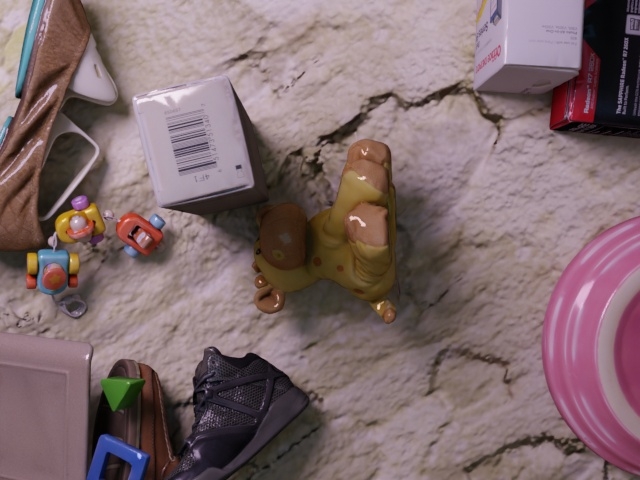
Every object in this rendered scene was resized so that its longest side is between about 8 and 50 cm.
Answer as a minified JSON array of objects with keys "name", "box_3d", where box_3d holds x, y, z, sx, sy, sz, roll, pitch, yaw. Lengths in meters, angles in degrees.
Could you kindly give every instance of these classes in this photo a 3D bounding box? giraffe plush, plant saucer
[{"name":"giraffe plush","box_3d":[0.000,0.000,0.970,0.171,0.181,0.210,-2,125,8]},{"name":"plant saucer","box_3d":[0.437,0.129,1.002,0.333,0.084,0.331,0,90,-2]}]

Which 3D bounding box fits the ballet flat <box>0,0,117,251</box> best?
[{"name":"ballet flat","box_3d":[-0.311,-0.143,0.978,0.124,0.116,0.342,18,90,-22]}]

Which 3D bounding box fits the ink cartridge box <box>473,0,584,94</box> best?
[{"name":"ink cartridge box","box_3d":[0.237,-0.284,0.960,0.093,0.154,0.212,1,90,-2]}]

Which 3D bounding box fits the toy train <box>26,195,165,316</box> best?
[{"name":"toy train","box_3d":[-0.262,0.021,0.979,0.166,0.046,0.125,-45,122,3]}]

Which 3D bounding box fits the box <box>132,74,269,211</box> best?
[{"name":"box","box_3d":[-0.116,-0.090,0.891,0.094,0.275,0.113,-13,89,-1]}]

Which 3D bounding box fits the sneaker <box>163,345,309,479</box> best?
[{"name":"sneaker","box_3d":[-0.129,0.210,0.957,0.130,0.087,0.227,46,57,7]}]

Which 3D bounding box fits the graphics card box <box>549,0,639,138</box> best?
[{"name":"graphics card box","box_3d":[0.470,-0.230,0.997,0.371,0.094,0.232,5,90,0]}]

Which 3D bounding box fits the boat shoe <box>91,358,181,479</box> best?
[{"name":"boat shoe","box_3d":[-0.201,0.293,0.985,0.105,0.111,0.307,5,80,-33]}]

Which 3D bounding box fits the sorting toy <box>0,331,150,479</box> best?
[{"name":"sorting toy","box_3d":[-0.336,0.206,0.967,0.348,0.047,0.195,4,89,21]}]
